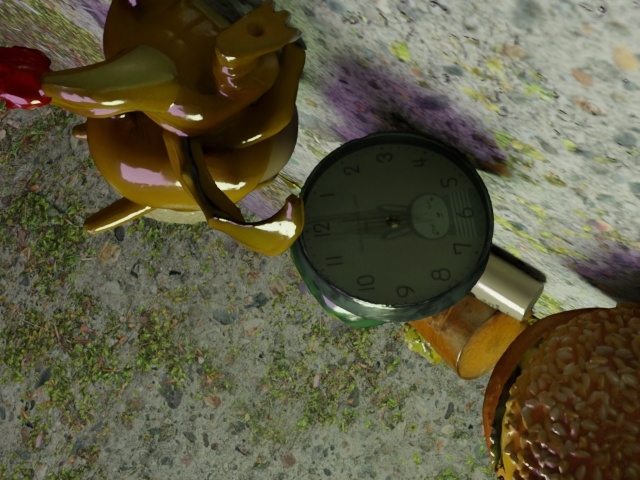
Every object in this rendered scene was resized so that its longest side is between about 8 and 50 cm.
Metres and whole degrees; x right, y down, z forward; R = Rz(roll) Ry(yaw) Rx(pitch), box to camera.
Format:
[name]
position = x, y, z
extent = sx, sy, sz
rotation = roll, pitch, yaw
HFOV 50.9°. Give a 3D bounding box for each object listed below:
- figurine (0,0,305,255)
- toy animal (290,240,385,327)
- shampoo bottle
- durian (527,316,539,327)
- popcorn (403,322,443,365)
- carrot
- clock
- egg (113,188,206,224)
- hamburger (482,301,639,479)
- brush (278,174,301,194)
[figurine]
position = -0.183, -0.156, 0.749
extent = 0.400, 0.268, 0.387
rotation = 23, 162, -4
[toy animal]
position = 0.081, -0.001, 0.895
extent = 0.216, 0.191, 0.338
rotation = 53, -163, 9
[shampoo bottle]
position = 0.224, 0.033, 1.073
extent = 0.256, 0.078, 0.127
rotation = 33, 179, 24
[durian]
position = 0.401, 0.202, 1.421
extent = 0.224, 0.078, 0.140
rotation = 17, 161, 35
[popcorn]
position = 0.256, 0.209, 1.495
extent = 0.145, 0.126, 0.126
rotation = 6, 146, 10
[carrot]
position = 0.265, 0.131, 1.350
extent = 0.254, 0.196, 0.196
rotation = 42, -178, 42
[clock]
position = 0.078, -0.020, 0.718
extent = 0.214, 0.215, 0.042
rotation = 31, 161, 17
[egg]
position = -0.257, -0.169, 1.156
extent = 0.310, 0.279, 0.279
rotation = 46, 174, -4
[hamburger]
position = 0.362, 0.235, 0.792
extent = 0.329, 0.330, 0.250
rotation = 33, 179, 0
[brush]
position = -0.113, -0.165, 1.663
extent = 0.205, 0.011, 0.083
rotation = 35, 175, -13
